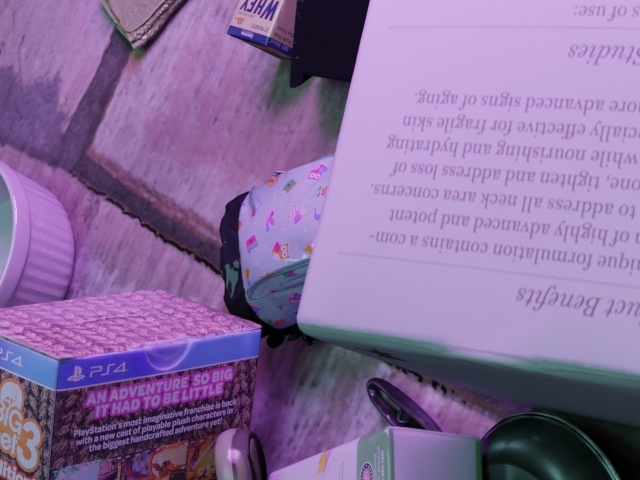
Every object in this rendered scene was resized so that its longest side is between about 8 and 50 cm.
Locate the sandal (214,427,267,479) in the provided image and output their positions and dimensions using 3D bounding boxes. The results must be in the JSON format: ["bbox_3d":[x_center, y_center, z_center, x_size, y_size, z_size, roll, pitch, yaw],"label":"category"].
[{"bbox_3d":[-0.089,0.311,1.411,0.086,0.120,0.302,-1,85,1],"label":"sandal"}]

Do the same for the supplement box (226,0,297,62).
[{"bbox_3d":[-0.030,-0.216,1.574,0.056,0.083,0.083,22,92,40],"label":"supplement box"}]

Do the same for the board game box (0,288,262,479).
[{"bbox_3d":[-0.192,0.206,1.429,0.141,0.232,0.291,16,104,39],"label":"board game box"}]

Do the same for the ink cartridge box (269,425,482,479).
[{"bbox_3d":[0.040,0.245,1.327,0.212,0.093,0.154,-31,55,56],"label":"ink cartridge box"}]

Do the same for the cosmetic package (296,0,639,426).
[{"bbox_3d":[0.238,-0.073,1.171,0.329,0.327,0.393,7,80,39],"label":"cosmetic package"}]

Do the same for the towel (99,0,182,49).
[{"bbox_3d":[-0.170,-0.280,1.738,0.148,0.027,0.110,-48,53,18],"label":"towel"}]

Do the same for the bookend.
[{"bbox_3d":[0.061,-0.209,1.498,0.157,0.072,0.156,10,110,14],"label":"bookend"}]

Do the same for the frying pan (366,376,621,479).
[{"bbox_3d":[0.136,0.184,1.311,0.326,0.053,0.197,58,136,30],"label":"frying pan"}]

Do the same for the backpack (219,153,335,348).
[{"bbox_3d":[0.000,0.000,1.468,0.182,0.115,0.151,-19,63,29],"label":"backpack"}]

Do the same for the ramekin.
[{"bbox_3d":[-0.351,0.018,1.733,0.207,0.109,0.207,-12,70,35],"label":"ramekin"}]
